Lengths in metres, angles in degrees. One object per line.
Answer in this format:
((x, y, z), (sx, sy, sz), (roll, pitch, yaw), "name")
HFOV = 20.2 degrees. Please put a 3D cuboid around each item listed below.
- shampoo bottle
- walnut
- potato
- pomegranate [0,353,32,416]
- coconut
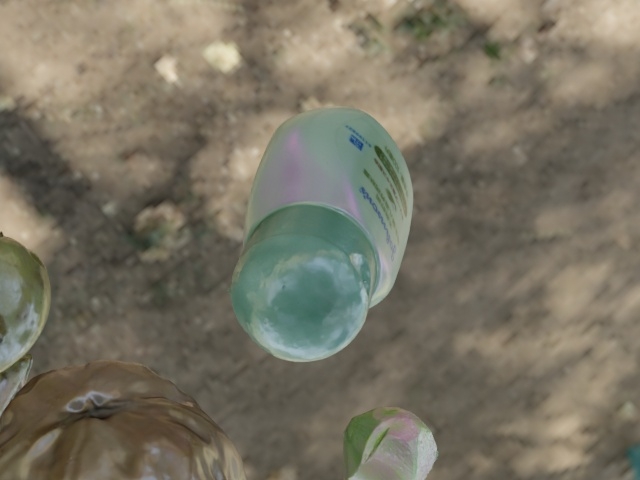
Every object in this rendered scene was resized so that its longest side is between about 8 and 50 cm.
((0.000, 0.000, 1.933), (0.151, 0.349, 0.222), (-15, 113, 20), "shampoo bottle")
((-0.178, 0.235, 1.479), (0.227, 0.273, 0.273), (-34, 151, -39), "walnut")
((-0.385, 0.067, 1.694), (0.262, 0.165, 0.165), (-9, 140, -11), "potato")
((-0.413, 0.260, 2.066), (0.276, 0.204, 0.222), (-35, 148, 15), "pomegranate")
((0.055, 0.179, 1.510), (0.082, 0.081, 0.083), (-48, 174, -49), "coconut")
